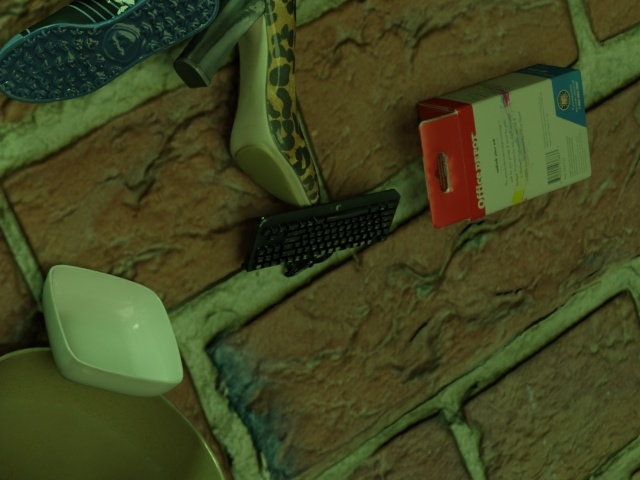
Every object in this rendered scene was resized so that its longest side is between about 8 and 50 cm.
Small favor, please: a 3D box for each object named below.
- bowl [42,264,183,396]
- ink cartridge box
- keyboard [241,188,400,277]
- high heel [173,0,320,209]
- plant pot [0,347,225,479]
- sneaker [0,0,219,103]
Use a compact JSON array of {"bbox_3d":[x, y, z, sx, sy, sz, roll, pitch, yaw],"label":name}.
[{"bbox_3d":[-0.216,0.099,1.611,0.142,0.142,0.053,16,128,-35],"label":"bowl"},{"bbox_3d":[0.195,-0.109,1.839,0.231,0.078,0.134,-19,111,-27],"label":"ink cartridge box"},{"bbox_3d":[0.000,0.000,1.749,0.180,0.023,0.108,-12,144,-29],"label":"keyboard"},{"bbox_3d":[-0.030,-0.165,1.689,0.186,0.093,0.261,-56,131,-24],"label":"high heel"},{"bbox_3d":[-0.255,0.273,1.566,0.284,0.284,0.191,17,124,-34],"label":"plant pot"},{"bbox_3d":[-0.210,-0.206,1.568,0.232,0.090,0.081,-22,116,-3],"label":"sneaker"}]
